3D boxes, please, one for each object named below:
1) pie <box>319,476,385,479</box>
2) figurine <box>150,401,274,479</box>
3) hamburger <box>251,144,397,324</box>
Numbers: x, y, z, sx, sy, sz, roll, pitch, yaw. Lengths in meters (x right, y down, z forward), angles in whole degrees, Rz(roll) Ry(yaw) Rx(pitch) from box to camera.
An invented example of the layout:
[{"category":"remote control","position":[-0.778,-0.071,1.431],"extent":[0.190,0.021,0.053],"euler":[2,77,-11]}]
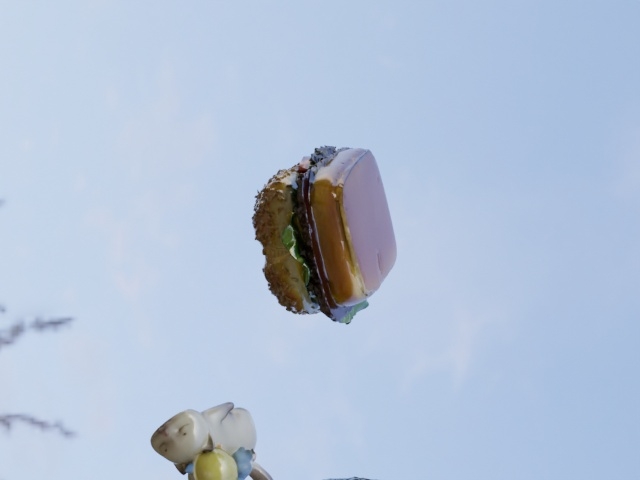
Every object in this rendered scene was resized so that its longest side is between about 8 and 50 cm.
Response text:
[{"category":"pie","position":[0.045,0.268,1.041],"extent":[0.240,0.054,0.241],"euler":[7,-70,19]},{"category":"figurine","position":[-0.056,0.121,0.840],"extent":[0.047,0.083,0.050],"euler":[-48,-113,16]},{"category":"hamburger","position":[0.000,0.000,1.131],"extent":[0.087,0.166,0.137],"euler":[-11,-82,16]}]
